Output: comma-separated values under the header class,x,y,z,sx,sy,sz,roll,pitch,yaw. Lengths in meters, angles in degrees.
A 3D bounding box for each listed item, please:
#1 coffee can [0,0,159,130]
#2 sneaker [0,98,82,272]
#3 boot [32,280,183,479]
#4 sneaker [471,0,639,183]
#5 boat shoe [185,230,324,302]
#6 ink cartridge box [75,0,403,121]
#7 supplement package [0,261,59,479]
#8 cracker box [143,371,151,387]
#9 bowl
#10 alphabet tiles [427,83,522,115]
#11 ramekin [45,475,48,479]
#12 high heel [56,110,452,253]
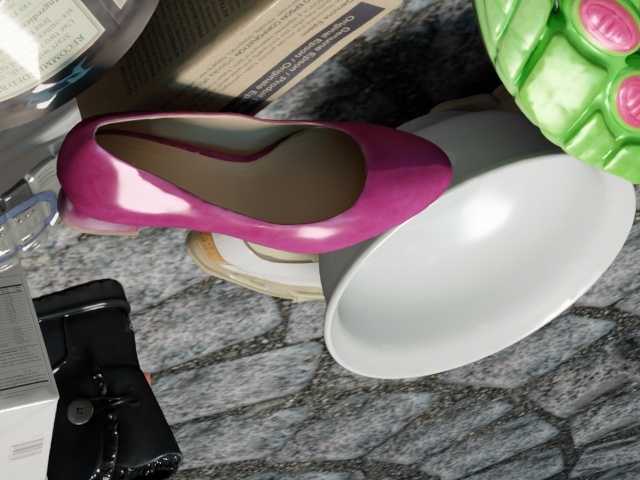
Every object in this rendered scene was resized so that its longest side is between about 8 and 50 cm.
class,x,y,z,sx,sy,sz,roll,pitch,yaw
coffee can,-0.223,-0.209,0.934,0.202,0.201,0.275,-24,146,10
sneaker,-0.185,-0.105,1.350,0.297,0.129,0.111,-35,156,-10
boot,-0.270,0.168,1.732,0.247,0.207,0.094,-18,156,-2
sneaker,0.255,-0.151,1.485,0.185,0.202,0.483,-41,133,11
boat shoe,0.000,0.000,1.717,0.103,0.113,0.302,-22,156,35
ink cartridge box,-0.077,-0.192,1.084,0.193,0.234,0.088,-34,153,33
supplement package,-0.322,0.098,1.550,0.149,0.203,0.194,-11,155,-19
cracker box,-0.299,0.207,1.932,0.156,0.067,0.232,13,141,-32
bowl,0.114,-0.019,1.597,0.298,0.134,0.298,-20,148,-13
alphabet tiles,0.201,-0.100,1.709,0.278,0.021,0.284,-13,149,-23
ramekin,-0.377,0.313,1.770,0.148,0.303,0.303,-37,150,31
high heel,-0.029,-0.046,1.045,0.244,0.082,0.117,1,163,-14
